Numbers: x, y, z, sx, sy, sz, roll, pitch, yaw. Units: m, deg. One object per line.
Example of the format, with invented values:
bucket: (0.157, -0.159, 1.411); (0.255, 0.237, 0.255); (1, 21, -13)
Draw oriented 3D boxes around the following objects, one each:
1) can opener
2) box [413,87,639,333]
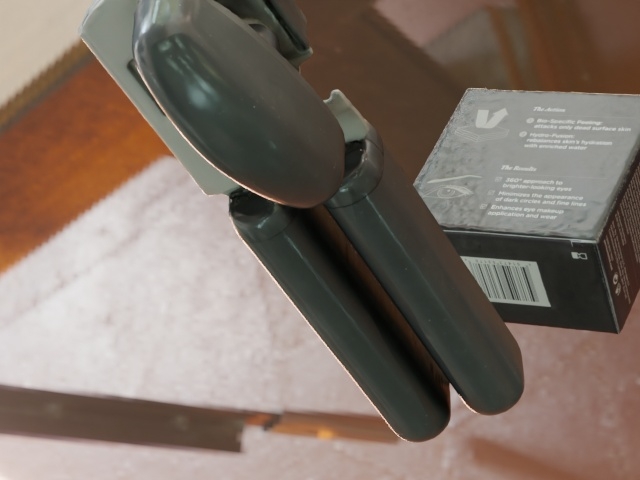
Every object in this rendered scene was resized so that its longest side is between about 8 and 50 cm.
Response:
can opener: (0.000, 0.000, 0.756); (0.076, 0.283, 0.095); (-23, 38, 18)
box: (0.157, -0.024, 1.313); (0.156, 0.093, 0.158); (5, 46, 30)
